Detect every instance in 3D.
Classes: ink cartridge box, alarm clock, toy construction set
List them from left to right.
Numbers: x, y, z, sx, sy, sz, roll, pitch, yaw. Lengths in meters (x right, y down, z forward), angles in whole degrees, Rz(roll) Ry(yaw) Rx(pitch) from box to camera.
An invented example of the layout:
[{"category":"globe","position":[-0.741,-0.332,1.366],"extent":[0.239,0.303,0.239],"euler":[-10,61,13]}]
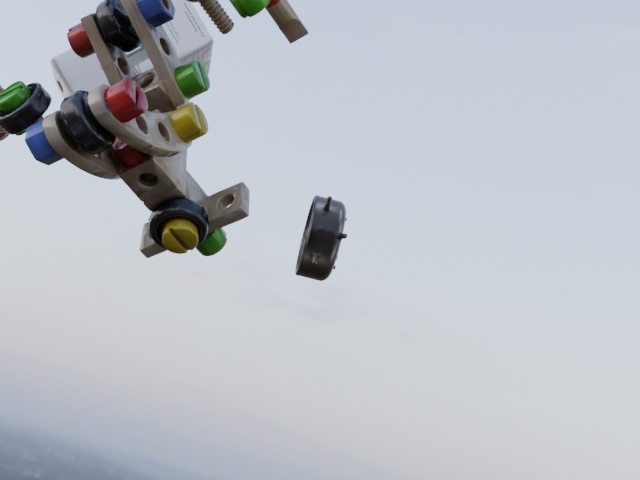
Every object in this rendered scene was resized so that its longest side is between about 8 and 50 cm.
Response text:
[{"category":"ink cartridge box","position":[-0.345,-0.321,2.072],"extent":[0.115,0.273,0.198],"euler":[59,-12,4]},{"category":"toy construction set","position":[-0.135,-0.129,1.131],"extent":[0.237,0.309,0.257],"euler":[51,-2,-31]},{"category":"alarm clock","position":[0.000,0.000,1.772],"extent":[0.064,0.129,0.192],"euler":[14,-9,-7]}]

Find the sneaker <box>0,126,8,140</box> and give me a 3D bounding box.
[{"category":"sneaker","position":[-0.477,-0.179,1.640],"extent":[0.118,0.042,0.067],"euler":[-25,-14,35]}]
